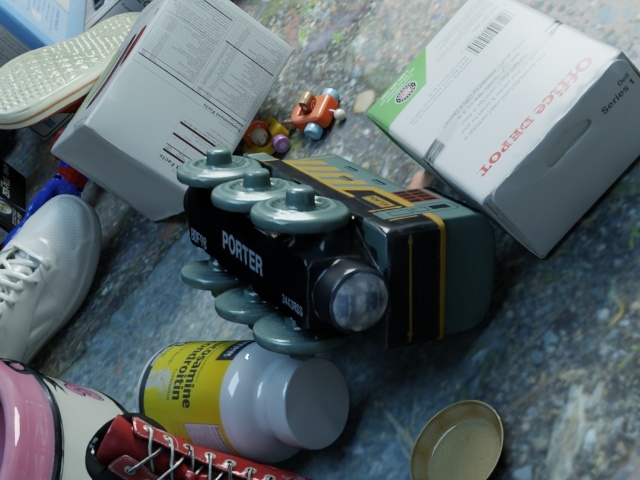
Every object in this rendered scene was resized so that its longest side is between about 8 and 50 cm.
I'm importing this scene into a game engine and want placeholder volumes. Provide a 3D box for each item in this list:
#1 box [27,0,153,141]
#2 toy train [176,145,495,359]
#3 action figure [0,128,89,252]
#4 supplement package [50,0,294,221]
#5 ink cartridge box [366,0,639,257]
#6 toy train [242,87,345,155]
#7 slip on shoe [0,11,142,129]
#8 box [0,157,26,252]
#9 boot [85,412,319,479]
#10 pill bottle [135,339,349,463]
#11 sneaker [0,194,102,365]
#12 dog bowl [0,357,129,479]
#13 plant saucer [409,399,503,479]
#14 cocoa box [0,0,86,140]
[{"bbox_3d":[-0.335,-0.298,1.786,0.290,0.087,0.169,-41,35,13],"label":"box"},{"bbox_3d":[0.000,0.000,1.046,0.334,0.190,0.142,-150,56,-61],"label":"toy train"},{"bbox_3d":[-0.308,-0.058,1.511,0.139,0.091,0.280,-24,39,56],"label":"action figure"},{"bbox_3d":[-0.167,-0.152,1.358,0.203,0.149,0.194,-61,17,-17],"label":"supplement package"},{"bbox_3d":[0.160,-0.105,1.035,0.160,0.092,0.219,-47,34,4],"label":"ink cartridge box"},{"bbox_3d":[-0.050,-0.097,1.305,0.125,0.046,0.166,2,59,50],"label":"toy train"},{"bbox_3d":[-0.285,-0.194,1.514,0.123,0.101,0.331,12,29,23],"label":"slip on shoe"},{"bbox_3d":[-0.493,-0.014,1.695,0.180,0.077,0.147,-38,35,17],"label":"box"},{"bbox_3d":[-0.071,0.193,0.933,0.244,0.176,0.088,-3,53,45],"label":"boot"},{"bbox_3d":[-0.066,0.136,1.046,0.184,0.103,0.103,-6,53,45],"label":"pill bottle"},{"bbox_3d":[-0.355,0.066,1.365,0.108,0.169,0.292,26,82,15],"label":"sneaker"},{"bbox_3d":[-0.360,0.285,1.158,0.408,0.150,0.408,-23,44,24],"label":"dog bowl"},{"bbox_3d":[0.103,0.158,0.912,0.083,0.015,0.083,-29,40,27],"label":"plant saucer"},{"bbox_3d":[-0.474,-0.327,1.682,0.228,0.231,0.347,-35,37,21],"label":"cocoa box"}]
